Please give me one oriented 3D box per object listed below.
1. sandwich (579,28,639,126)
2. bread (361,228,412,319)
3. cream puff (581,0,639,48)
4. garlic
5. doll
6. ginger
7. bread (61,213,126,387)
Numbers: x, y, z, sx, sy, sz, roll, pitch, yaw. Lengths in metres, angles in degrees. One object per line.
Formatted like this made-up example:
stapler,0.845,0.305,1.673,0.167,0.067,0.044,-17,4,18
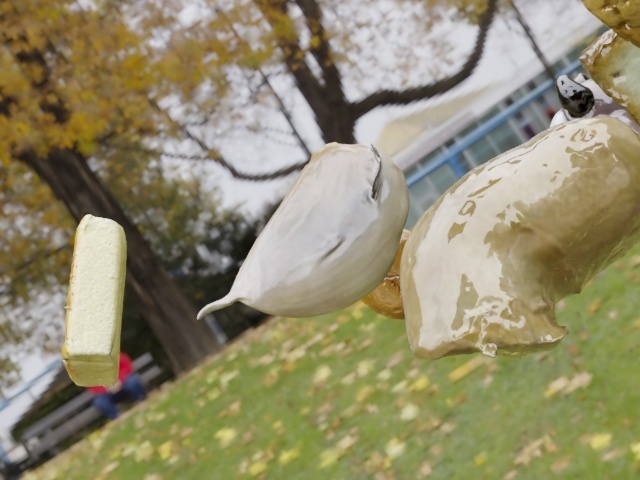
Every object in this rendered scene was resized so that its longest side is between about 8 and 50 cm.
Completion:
sandwich,0.446,-0.142,1.173,0.262,0.325,0.131,-43,-3,25
bread,0.071,0.031,1.134,0.083,0.081,0.046,-25,4,16
cream puff,0.225,-0.198,0.724,0.189,0.189,0.129,-34,1,10
garlic,0.005,0.005,0.748,0.084,0.066,0.152,10,60,40
doll,0.407,-0.125,1.686,0.182,0.257,0.117,14,-53,-48
ginger,0.163,-0.004,0.961,0.267,0.152,0.138,-48,-23,-9
bread,-0.281,0.079,1.561,0.068,0.189,0.125,3,-27,-7
